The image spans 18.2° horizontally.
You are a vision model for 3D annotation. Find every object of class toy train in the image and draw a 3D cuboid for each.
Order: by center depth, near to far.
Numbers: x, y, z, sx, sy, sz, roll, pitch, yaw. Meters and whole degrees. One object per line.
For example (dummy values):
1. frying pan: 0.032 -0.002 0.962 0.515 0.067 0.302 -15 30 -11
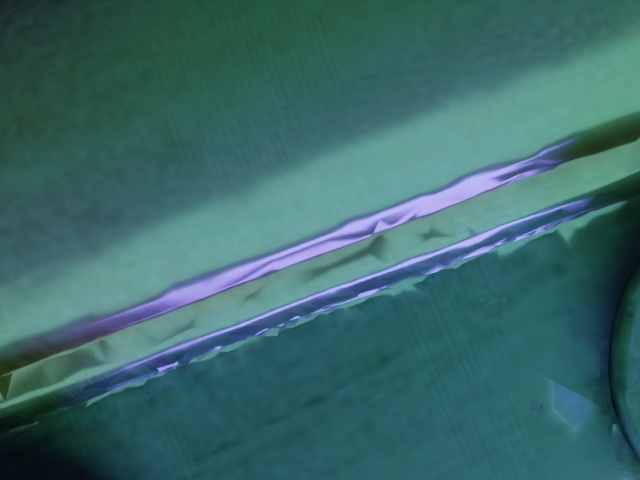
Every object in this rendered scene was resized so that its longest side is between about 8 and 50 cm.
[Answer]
1. toy train: 0.000 0.000 0.400 0.285 0.116 0.177 -21 87 6
